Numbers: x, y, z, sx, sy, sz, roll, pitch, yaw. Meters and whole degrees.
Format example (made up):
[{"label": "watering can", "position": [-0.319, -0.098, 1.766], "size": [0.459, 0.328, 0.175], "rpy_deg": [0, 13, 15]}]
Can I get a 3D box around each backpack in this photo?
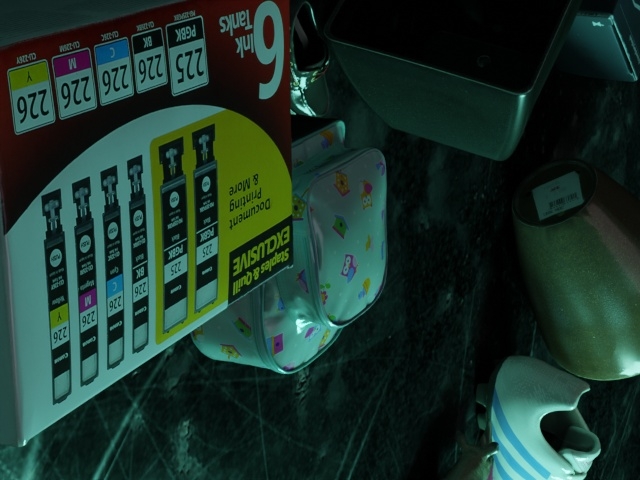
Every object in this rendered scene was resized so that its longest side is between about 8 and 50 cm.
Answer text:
[{"label": "backpack", "position": [-0.029, 0.007, 1.047], "size": [0.166, 0.144, 0.188], "rpy_deg": [-36, 134, -57]}]

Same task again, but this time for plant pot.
[{"label": "plant pot", "position": [0.326, 0.016, 1.633], "size": [0.230, 0.215, 0.215], "rpy_deg": [52, 55, -38]}, {"label": "plant pot", "position": [0.132, -0.182, 1.227], "size": [0.167, 0.187, 0.188], "rpy_deg": [75, 37, -61]}]

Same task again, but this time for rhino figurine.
[{"label": "rhino figurine", "position": [0.159, 0.315, 1.567], "size": [0.243, 0.073, 0.106], "rpy_deg": [-64, 151, -25]}]

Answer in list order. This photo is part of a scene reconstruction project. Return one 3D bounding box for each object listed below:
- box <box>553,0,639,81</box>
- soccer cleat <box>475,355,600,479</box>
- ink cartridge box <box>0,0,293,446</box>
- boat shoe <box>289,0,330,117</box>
[{"label": "box", "position": [0.336, -0.315, 1.587], "size": [0.153, 0.108, 0.207], "rpy_deg": [47, 61, -56]}, {"label": "soccer cleat", "position": [0.277, 0.288, 1.690], "size": [0.116, 0.143, 0.331], "rpy_deg": [-49, 141, -40]}, {"label": "ink cartridge box", "position": [-0.139, -0.009, 0.807], "size": [0.309, 0.130, 0.271], "rpy_deg": [-34, 127, -58]}, {"label": "boat shoe", "position": [-0.016, -0.146, 1.110], "size": [0.049, 0.042, 0.133], "rpy_deg": [-61, 149, -30]}]
